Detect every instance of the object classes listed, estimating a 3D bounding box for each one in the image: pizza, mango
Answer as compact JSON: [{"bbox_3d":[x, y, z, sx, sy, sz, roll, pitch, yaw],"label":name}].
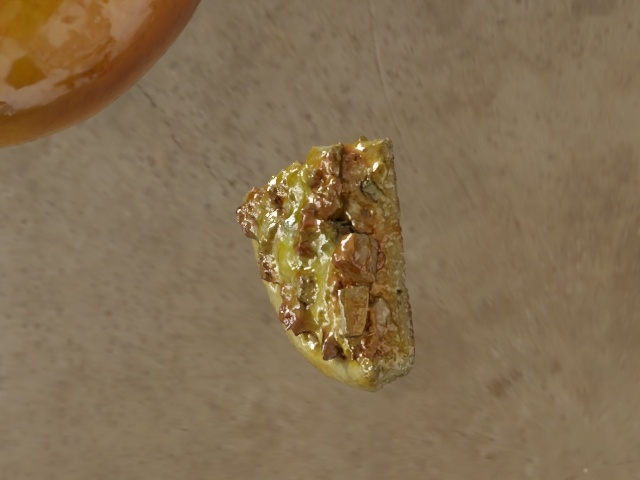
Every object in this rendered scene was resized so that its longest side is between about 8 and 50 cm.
[{"bbox_3d":[0.000,0.001,1.026,0.046,0.175,0.134,-3,116,-29],"label":"pizza"},{"bbox_3d":[-0.177,-0.190,1.215,0.199,0.201,0.350,16,54,14],"label":"mango"}]
